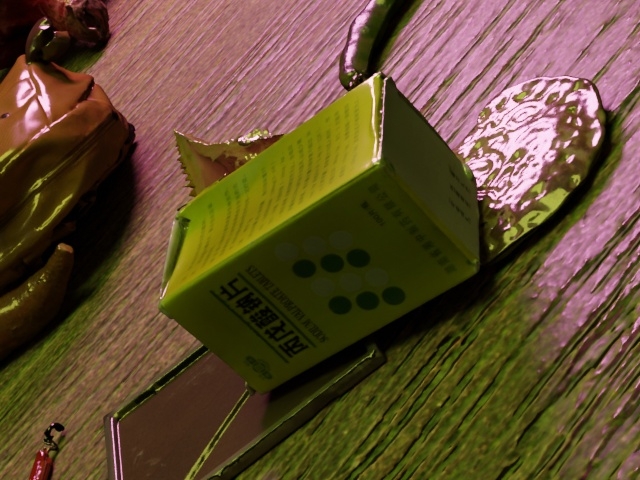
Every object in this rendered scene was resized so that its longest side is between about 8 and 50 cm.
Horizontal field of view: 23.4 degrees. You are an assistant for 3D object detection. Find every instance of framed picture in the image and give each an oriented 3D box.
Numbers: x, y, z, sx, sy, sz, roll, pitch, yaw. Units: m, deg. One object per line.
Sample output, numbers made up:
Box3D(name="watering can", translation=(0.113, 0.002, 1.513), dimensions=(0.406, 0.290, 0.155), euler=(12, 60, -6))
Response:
Box3D(name="framed picture", translation=(-0.078, 0.135, 1.383), dimensions=(0.289, 0.016, 0.213), euler=(-38, 27, 9))

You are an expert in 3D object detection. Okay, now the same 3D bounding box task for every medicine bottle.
Box3D(name="medicine bottle", translation=(0.000, 0.000, 1.295), dimensions=(0.250, 0.137, 0.141), euler=(-32, 31, 25))

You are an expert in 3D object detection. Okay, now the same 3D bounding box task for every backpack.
Box3D(name="backpack", translation=(-0.385, -0.080, 1.902), dimensions=(0.353, 0.201, 0.378), euler=(-45, 18, 4))

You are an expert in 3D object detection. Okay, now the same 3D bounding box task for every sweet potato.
Box3D(name="sweet potato", translation=(-0.386, 0.113, 1.788), dimensions=(0.314, 0.066, 0.072), euler=(-38, 20, 16))

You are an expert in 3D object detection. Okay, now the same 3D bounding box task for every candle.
Box3D(name="candle", translation=(-0.277, 0.238, 1.497), dimensions=(0.026, 0.021, 0.167), euler=(-29, 30, 24))

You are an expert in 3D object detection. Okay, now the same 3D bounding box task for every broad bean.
Box3D(name="broad bean", translation=(0.059, -0.230, 1.713), dimensions=(0.069, 0.039, 0.227), euler=(-28, 30, 40))

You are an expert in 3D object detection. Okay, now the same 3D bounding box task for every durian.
Box3D(name="durian", translation=(-0.046, -0.058, 1.502), dimensions=(0.182, 0.132, 0.165), euler=(-21, 44, 17))

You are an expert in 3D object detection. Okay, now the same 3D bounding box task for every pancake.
Box3D(name="pancake", translation=(0.149, -0.054, 1.336), dimensions=(0.235, 0.029, 0.212), euler=(-38, 29, 11))

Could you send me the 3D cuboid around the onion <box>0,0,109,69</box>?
Box3D(name="onion", translation=(-0.497, -0.431, 2.464), dimensions=(0.398, 0.398, 0.420), euler=(-45, 50, -5))
